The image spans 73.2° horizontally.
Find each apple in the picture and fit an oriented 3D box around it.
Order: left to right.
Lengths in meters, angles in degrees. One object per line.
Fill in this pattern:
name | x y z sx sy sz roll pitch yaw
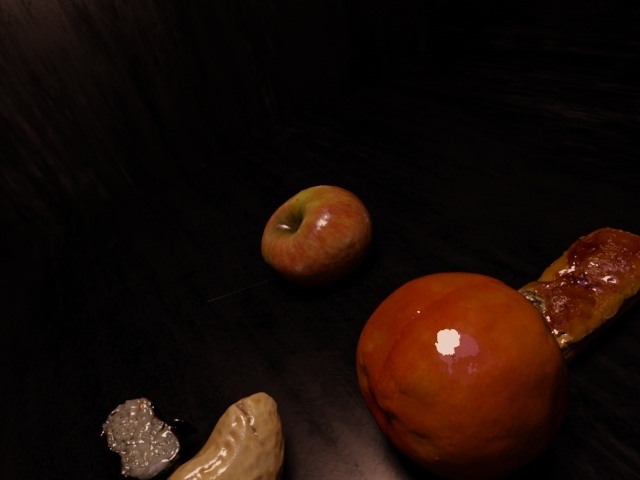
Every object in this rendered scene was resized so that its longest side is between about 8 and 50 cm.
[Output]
apple | 0.000 0.000 1.206 0.310 0.250 0.277 -24 48 26

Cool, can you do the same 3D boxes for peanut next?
peanut | -0.175 0.440 0.760 0.174 0.158 0.340 42 54 6

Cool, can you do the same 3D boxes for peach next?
peach | 0.225 0.229 0.742 0.302 0.342 0.342 -10 33 -21

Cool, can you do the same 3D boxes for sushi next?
sushi | -0.346 0.417 0.892 0.213 0.114 0.147 21 54 38

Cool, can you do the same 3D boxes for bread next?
bread | 0.569 0.104 0.942 0.381 0.109 0.185 -32 40 -17
